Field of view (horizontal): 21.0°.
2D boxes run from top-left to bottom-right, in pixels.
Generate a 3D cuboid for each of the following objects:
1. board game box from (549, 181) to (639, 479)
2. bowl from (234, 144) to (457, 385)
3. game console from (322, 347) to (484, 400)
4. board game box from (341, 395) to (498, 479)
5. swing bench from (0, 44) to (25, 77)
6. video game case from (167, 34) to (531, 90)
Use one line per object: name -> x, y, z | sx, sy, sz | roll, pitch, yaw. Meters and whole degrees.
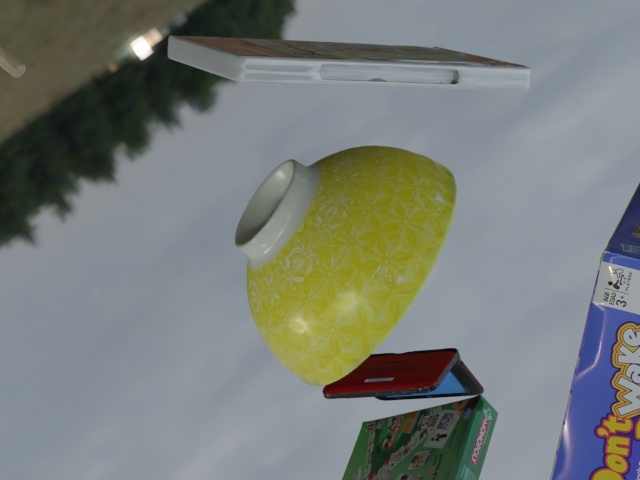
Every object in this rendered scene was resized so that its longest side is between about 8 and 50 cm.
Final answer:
board game box -> 0.218, 0.074, 1.097 | 0.078, 0.233, 0.347 | 15, -160, 13
bowl -> 0.000, 0.000, 1.889 | 0.289, 0.156, 0.289 | -49, -160, 24
game console -> 0.095, 0.173, 1.961 | 0.144, 0.085, 0.124 | -7, -158, 29
board game box -> 0.099, 0.354, 2.237 | 0.213, 0.046, 0.317 | -18, -143, 41
swing bench -> -0.498, -0.189, 1.845 | 0.165, 0.254, 0.253 | -18, -151, 39
video game case -> 0.023, -0.166, 1.602 | 0.285, 0.025, 0.204 | 0, -169, -23
